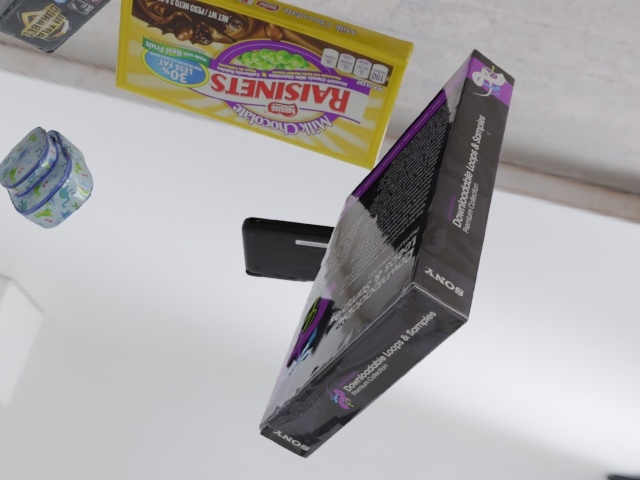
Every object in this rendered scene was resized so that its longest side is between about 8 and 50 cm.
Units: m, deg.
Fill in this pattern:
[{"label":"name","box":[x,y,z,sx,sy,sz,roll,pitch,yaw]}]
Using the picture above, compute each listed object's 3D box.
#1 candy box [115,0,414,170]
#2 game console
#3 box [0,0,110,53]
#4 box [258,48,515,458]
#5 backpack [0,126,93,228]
[{"label":"candy box","box":[-0.045,-0.125,0.707,0.206,0.027,0.105,18,136,2]},{"label":"game console","box":[0.000,0.000,0.846,0.122,0.071,0.107,6,142,5]},{"label":"box","box":[-0.181,-0.357,0.871,0.073,0.293,0.295,21,149,-35]},{"label":"box","box":[0.032,0.003,0.425,0.029,0.162,0.116,33,132,-9]},{"label":"backpack","box":[-0.344,-0.076,1.222,0.084,0.105,0.114,43,-174,-45]}]
